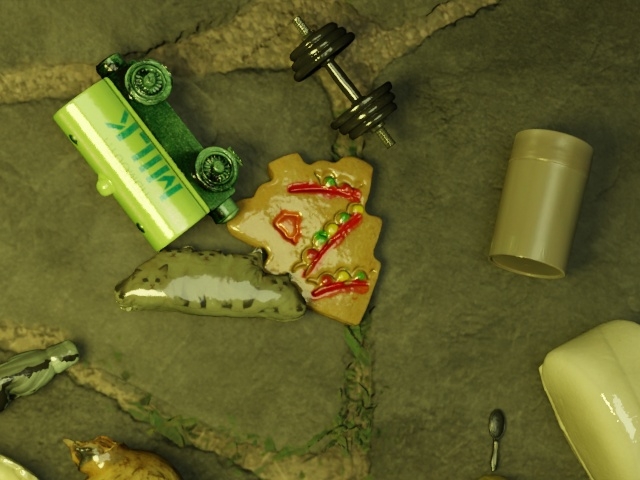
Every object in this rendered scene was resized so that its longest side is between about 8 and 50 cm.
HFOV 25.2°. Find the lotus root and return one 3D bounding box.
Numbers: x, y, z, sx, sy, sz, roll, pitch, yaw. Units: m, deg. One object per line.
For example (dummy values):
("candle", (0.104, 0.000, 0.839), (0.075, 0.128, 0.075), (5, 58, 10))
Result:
("lotus root", (-0.212, 0.339, 1.685), (0.140, 0.154, 0.256), (-13, 103, 14))

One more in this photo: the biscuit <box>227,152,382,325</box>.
("biscuit", (0.000, 0.000, 1.857), (0.212, 0.041, 0.238), (-24, 88, -20))

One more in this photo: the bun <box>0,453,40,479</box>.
("bun", (-0.422, 0.369, 1.614), (0.287, 0.146, 0.287), (8, 64, -17))

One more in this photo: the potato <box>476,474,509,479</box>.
("potato", (0.234, 0.372, 1.853), (0.092, 0.070, 0.137), (-17, 86, -20))

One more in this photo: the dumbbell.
("dumbbell", (0.030, -0.206, 1.867), (0.099, 0.099, 0.208), (-38, 92, -19))

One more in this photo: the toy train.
("toy train", (-0.215, -0.103, 1.766), (0.157, 0.105, 0.253), (-40, 97, -27))

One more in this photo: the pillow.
("pillow", (-0.136, 0.050, 1.796), (0.241, 0.051, 0.093), (4, 73, -8))

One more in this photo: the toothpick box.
("toothpick box", (0.295, -0.050, 1.918), (0.111, 0.111, 0.180), (18, 77, -14))

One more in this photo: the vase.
("vase", (-0.383, 0.173, 1.699), (0.211, 0.060, 0.059), (-25, 89, -18))

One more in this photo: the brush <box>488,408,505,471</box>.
("brush", (0.232, 0.265, 1.902), (0.024, 0.008, 0.083), (10, 78, -19))

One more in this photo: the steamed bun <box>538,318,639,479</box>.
("steamed bun", (0.407, 0.228, 1.881), (0.146, 0.164, 0.241), (-27, 91, -18))
